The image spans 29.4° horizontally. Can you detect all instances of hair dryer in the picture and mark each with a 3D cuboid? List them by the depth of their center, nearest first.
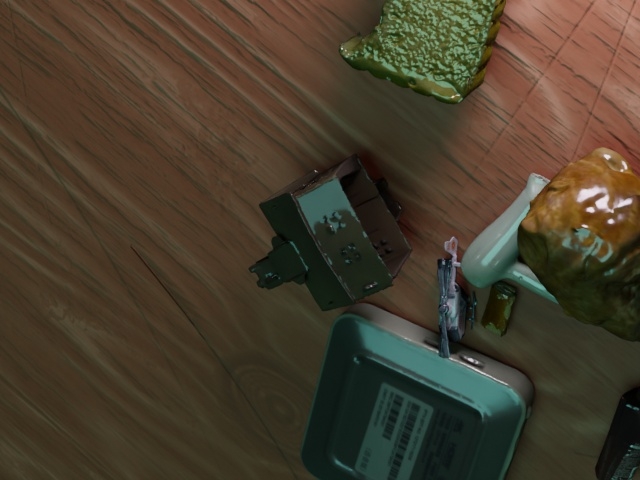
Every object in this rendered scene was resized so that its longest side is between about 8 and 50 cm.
[{"bbox_3d":[0.365,0.036,1.922,0.237,0.075,0.206,38,118,0],"label":"hair dryer"}]

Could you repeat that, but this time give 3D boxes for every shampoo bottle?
[{"bbox_3d":[0.500,0.291,1.943,0.067,0.068,0.236,25,120,20],"label":"shampoo bottle"}]

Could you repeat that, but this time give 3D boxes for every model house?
[{"bbox_3d":[0.000,0.000,2.004,0.243,0.204,0.211,-28,97,25],"label":"model house"}]

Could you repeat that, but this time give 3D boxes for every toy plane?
[{"bbox_3d":[0.219,0.091,2.009,0.053,0.078,0.197,6,99,29],"label":"toy plane"}]

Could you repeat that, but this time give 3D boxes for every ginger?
[{"bbox_3d":[0.410,0.010,1.794,0.223,0.200,0.269,43,168,41],"label":"ginger"}]

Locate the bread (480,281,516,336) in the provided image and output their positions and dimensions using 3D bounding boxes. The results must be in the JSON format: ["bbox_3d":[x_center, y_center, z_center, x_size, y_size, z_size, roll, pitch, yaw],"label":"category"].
[{"bbox_3d":[0.294,0.112,2.000,0.047,0.036,0.083,28,124,26],"label":"bread"}]

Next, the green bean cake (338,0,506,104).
[{"bbox_3d":[0.160,-0.349,1.819,0.233,0.124,0.236,24,121,17],"label":"green bean cake"}]

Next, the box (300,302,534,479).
[{"bbox_3d":[0.161,0.330,2.136,0.373,0.090,0.367,24,121,19],"label":"box"}]
